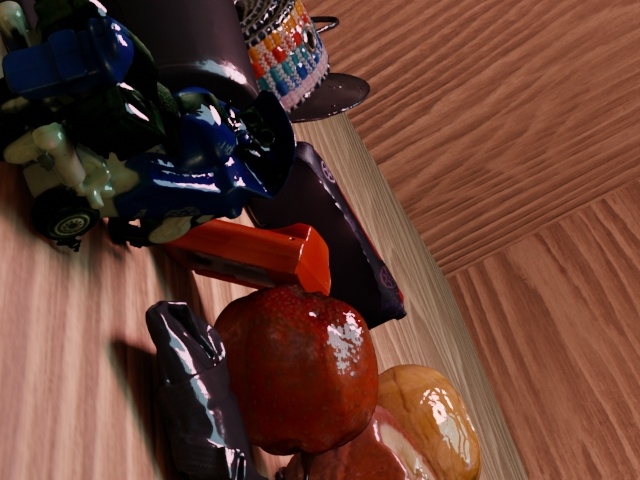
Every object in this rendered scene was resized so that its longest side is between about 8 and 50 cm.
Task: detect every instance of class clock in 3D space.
[{"bbox_3d":[-0.073,0.010,1.149,0.113,0.155,0.061,51,52,-66],"label":"clock"}]

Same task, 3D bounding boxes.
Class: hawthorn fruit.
[{"bbox_3d":[-0.023,0.139,1.077,0.157,0.157,0.194,36,47,-70],"label":"hawthorn fruit"}]

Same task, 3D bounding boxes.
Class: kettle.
[{"bbox_3d":[-0.181,-0.228,1.074,0.262,0.203,0.308,74,-3,-59],"label":"kettle"}]

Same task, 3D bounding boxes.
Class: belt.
[{"bbox_3d":[-0.113,-0.287,1.624,0.160,0.207,0.295,58,8,-35],"label":"belt"}]

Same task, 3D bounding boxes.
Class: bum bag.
[{"bbox_3d":[-0.081,0.164,0.921,0.248,0.060,0.123,66,9,18],"label":"bum bag"}]

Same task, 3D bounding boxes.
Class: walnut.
[{"bbox_3d":[0.117,0.255,1.463,0.197,0.165,0.165,64,9,16],"label":"walnut"}]

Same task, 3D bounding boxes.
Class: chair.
[{"bbox_3d":[-0.051,-0.415,1.910,0.226,0.227,0.400,-101,-178,-62],"label":"chair"}]

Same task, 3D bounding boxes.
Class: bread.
[{"bbox_3d":[0.059,0.277,1.183,0.190,0.123,0.244,65,8,28],"label":"bread"}]

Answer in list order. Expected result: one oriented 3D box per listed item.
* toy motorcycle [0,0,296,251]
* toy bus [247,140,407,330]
[{"bbox_3d":[-0.133,-0.077,0.917,0.125,0.196,0.331,66,8,22],"label":"toy motorcycle"},{"bbox_3d":[0.000,0.000,1.672,0.302,0.128,0.147,59,4,-9],"label":"toy bus"}]
